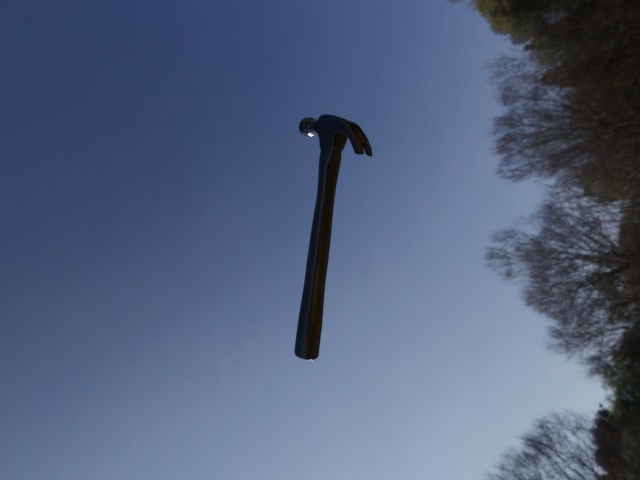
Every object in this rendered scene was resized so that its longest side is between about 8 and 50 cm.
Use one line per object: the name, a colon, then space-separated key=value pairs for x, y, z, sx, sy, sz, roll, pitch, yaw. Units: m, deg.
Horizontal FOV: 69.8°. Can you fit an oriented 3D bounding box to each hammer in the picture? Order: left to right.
hammer: x=0.000 y=0.000 z=0.825 sx=0.044 sy=0.168 sz=0.441 roll=0 pitch=-78 yaw=-40
